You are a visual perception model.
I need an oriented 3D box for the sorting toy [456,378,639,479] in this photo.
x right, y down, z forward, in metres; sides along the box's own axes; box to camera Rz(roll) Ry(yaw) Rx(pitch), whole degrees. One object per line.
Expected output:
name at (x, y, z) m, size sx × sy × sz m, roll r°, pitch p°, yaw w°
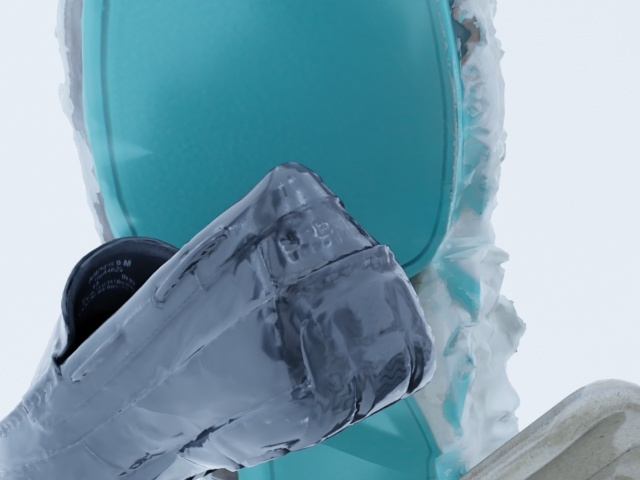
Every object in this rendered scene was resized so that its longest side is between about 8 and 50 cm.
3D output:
sorting toy at (0.058, 0.183, 0.583) m, size 0.229 × 0.307 × 0.041 m, roll 33°, pitch 34°, yaw -23°

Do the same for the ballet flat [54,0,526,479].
ballet flat at (0.000, 0.000, 0.654) m, size 0.147 × 0.409 × 0.147 m, roll -5°, pitch 34°, yaw 3°

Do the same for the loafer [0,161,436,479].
loafer at (-0.050, 0.037, 0.568) m, size 0.076 × 0.223 × 0.078 m, roll -22°, pitch 86°, yaw -38°
